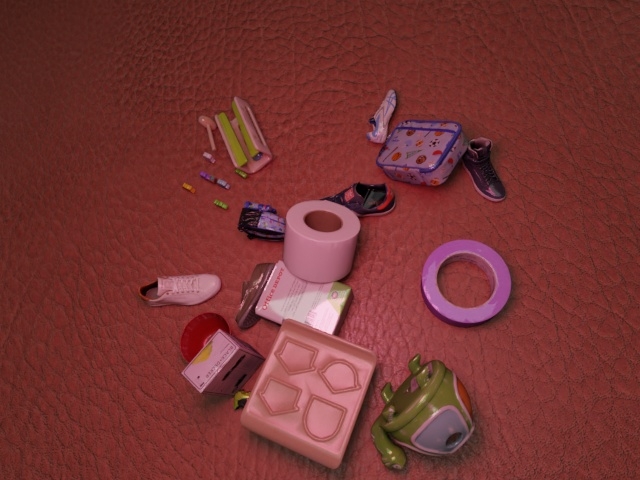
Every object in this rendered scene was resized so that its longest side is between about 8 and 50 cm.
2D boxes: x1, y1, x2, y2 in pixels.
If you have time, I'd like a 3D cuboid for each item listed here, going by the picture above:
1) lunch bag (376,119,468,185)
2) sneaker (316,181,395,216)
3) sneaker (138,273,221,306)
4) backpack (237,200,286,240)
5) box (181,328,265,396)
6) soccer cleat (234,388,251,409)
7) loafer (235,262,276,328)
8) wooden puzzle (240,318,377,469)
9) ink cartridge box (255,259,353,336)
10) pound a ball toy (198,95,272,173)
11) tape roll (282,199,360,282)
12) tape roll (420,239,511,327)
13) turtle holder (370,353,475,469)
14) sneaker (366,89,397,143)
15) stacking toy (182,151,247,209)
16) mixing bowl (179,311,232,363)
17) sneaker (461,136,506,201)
[{"bbox_3d":[0.351,-0.322,1.625,0.303,0.115,0.243,22,75,48],"label":"lunch bag"},{"bbox_3d":[0.091,-0.137,1.634,0.349,0.148,0.131,-14,68,4],"label":"sneaker"},{"bbox_3d":[-0.503,0.174,1.630,0.289,0.123,0.106,-13,66,3],"label":"sneaker"},{"bbox_3d":[-0.191,-0.061,1.647,0.173,0.158,0.117,9,78,10],"label":"backpack"},{"bbox_3d":[-0.288,0.386,1.423,0.087,0.290,0.169,37,80,19],"label":"box"},{"bbox_3d":[-0.197,0.531,1.484,0.178,0.060,0.073,5,80,18],"label":"soccer cleat"},{"bbox_3d":[-0.232,0.187,1.606,0.087,0.094,0.251,17,68,27],"label":"loafer"},{"bbox_3d":[-0.030,0.451,1.388,0.321,0.080,0.348,18,72,16],"label":"wooden puzzle"},{"bbox_3d":[-0.051,0.212,1.544,0.272,0.115,0.199,20,74,15],"label":"ink cartridge box"},{"bbox_3d":[-0.334,-0.409,1.834,0.208,0.135,0.319,-35,65,22],"label":"pound a ball toy"},{"bbox_3d":[0.000,0.000,1.529,0.245,0.169,0.246,6,35,-4],"label":"tape roll"},{"bbox_3d":[0.468,0.140,1.501,0.274,0.090,0.275,-3,68,8],"label":"tape roll"},{"bbox_3d":[0.290,0.509,1.313,0.227,0.243,0.320,42,71,3],"label":"turtle holder"},{"bbox_3d":[0.238,-0.485,1.772,0.086,0.085,0.238,18,73,-1],"label":"sneaker"},{"bbox_3d":[-0.414,-0.232,1.809,0.221,0.052,0.167,27,78,16],"label":"stacking toy"},{"bbox_3d":[-0.368,0.343,1.550,0.181,0.098,0.182,-6,62,12],"label":"mixing bowl"},{"bbox_3d":[0.572,-0.251,1.591,0.086,0.163,0.226,-29,69,-4],"label":"sneaker"}]
